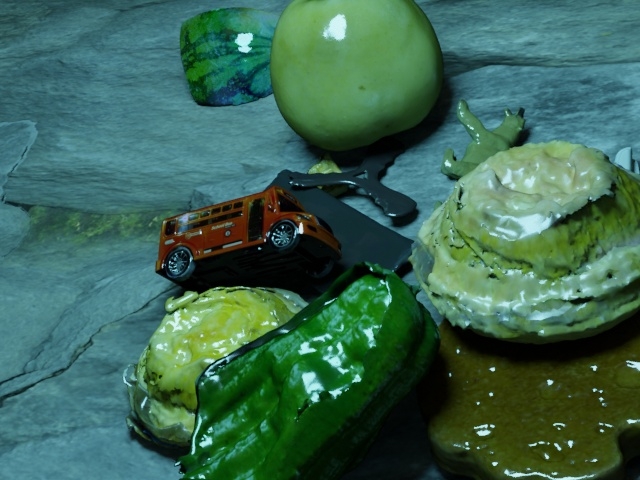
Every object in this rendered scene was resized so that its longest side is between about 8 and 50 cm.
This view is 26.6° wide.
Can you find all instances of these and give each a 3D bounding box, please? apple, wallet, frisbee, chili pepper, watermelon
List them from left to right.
[{"bbox_3d":[-0.131,-0.300,2.286,0.231,0.128,0.146,-1,61,20],"label":"watermelon"},{"bbox_3d":[-0.011,0.195,1.583,0.385,0.167,0.213,-44,32,-1],"label":"chili pepper"},{"bbox_3d":[0.000,-0.001,1.910,0.285,0.030,0.146,30,61,37],"label":"wallet"},{"bbox_3d":[0.045,-0.091,1.978,0.187,0.012,0.211,-4,36,-6],"label":"frisbee"},{"bbox_3d":[0.052,-0.264,2.038,0.262,0.262,0.262,-12,40,11],"label":"apple"}]

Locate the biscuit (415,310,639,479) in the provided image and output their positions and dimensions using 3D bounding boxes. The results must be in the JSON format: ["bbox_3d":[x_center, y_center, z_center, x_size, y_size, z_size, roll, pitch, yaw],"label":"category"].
[{"bbox_3d":[0.293,0.162,1.576,0.381,0.074,0.359,11,49,32],"label":"biscuit"}]

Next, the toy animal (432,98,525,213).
[{"bbox_3d":[0.228,-0.113,1.922,0.101,0.103,0.219,12,44,8],"label":"toy animal"}]

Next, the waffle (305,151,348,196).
[{"bbox_3d":[-0.036,-0.073,2.033,0.152,0.023,0.097,-27,38,-6],"label":"waffle"}]

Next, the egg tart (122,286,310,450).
[{"bbox_3d":[-0.138,0.146,1.760,0.290,0.107,0.291,-12,39,10],"label":"egg tart"}]

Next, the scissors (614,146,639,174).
[{"bbox_3d":[0.403,-0.034,1.786,0.118,0.030,0.242,-3,45,19],"label":"scissors"}]

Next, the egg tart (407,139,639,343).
[{"bbox_3d":[0.269,-0.021,1.659,0.352,0.150,0.352,-11,35,8],"label":"egg tart"}]

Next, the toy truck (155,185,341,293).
[{"bbox_3d":[-0.098,0.000,1.858,0.252,0.107,0.114,-15,61,27],"label":"toy truck"}]
